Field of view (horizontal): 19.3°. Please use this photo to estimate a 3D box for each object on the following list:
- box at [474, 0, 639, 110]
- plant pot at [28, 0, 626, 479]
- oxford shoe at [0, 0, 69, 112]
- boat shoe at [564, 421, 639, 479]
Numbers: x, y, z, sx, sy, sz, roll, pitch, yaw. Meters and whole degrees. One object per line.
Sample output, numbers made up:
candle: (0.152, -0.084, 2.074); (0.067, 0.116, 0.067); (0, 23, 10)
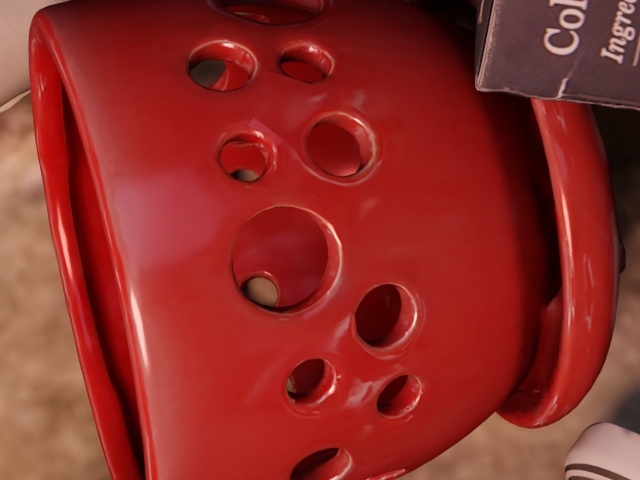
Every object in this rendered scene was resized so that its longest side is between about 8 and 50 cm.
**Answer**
box: (0.220, -0.182, 0.638); (0.312, 0.179, 0.343); (7, 34, 0)
plant pot: (0.000, 0.000, 0.655); (0.174, 0.191, 0.191); (-10, 73, -14)
oxford shoe: (-0.172, -0.099, 0.708); (0.449, 0.130, 0.169); (-29, 77, -10)
boat shoe: (0.161, 0.157, 0.664); (0.219, 0.078, 0.070); (44, 74, 9)
